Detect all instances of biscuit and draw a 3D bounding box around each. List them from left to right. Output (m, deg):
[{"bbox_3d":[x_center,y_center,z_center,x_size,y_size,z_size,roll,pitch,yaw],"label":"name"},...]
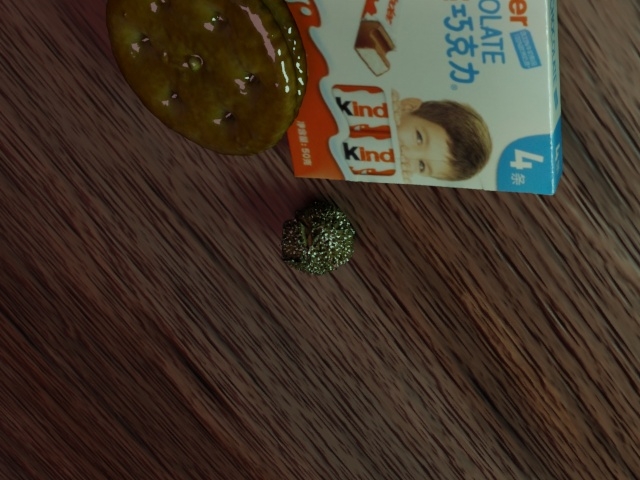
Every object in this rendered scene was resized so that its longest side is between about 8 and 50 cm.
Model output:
[{"bbox_3d":[-0.104,-0.179,1.181,0.220,0.066,0.220,24,138,24],"label":"biscuit"}]

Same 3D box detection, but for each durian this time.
[{"bbox_3d":[0.000,0.000,1.310,0.080,0.080,0.091,-21,156,34],"label":"durian"}]

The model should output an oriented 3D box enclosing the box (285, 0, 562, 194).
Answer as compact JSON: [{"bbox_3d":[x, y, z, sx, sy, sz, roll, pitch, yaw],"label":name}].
[{"bbox_3d":[0.083,-0.171,1.152,0.265,0.048,0.273,4,126,20],"label":"box"}]
